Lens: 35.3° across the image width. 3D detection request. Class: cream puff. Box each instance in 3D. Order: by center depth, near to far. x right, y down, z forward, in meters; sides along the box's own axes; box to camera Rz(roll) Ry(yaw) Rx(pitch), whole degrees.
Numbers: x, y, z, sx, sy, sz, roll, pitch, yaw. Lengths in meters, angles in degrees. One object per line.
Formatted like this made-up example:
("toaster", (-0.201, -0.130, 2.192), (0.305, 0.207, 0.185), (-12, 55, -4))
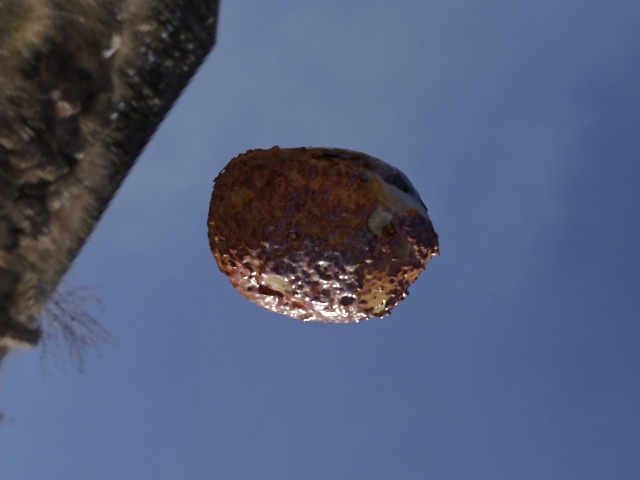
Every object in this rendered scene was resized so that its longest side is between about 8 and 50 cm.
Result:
("cream puff", (0.000, 0.000, 1.009), (0.240, 0.240, 0.164), (-19, -125, 39))
